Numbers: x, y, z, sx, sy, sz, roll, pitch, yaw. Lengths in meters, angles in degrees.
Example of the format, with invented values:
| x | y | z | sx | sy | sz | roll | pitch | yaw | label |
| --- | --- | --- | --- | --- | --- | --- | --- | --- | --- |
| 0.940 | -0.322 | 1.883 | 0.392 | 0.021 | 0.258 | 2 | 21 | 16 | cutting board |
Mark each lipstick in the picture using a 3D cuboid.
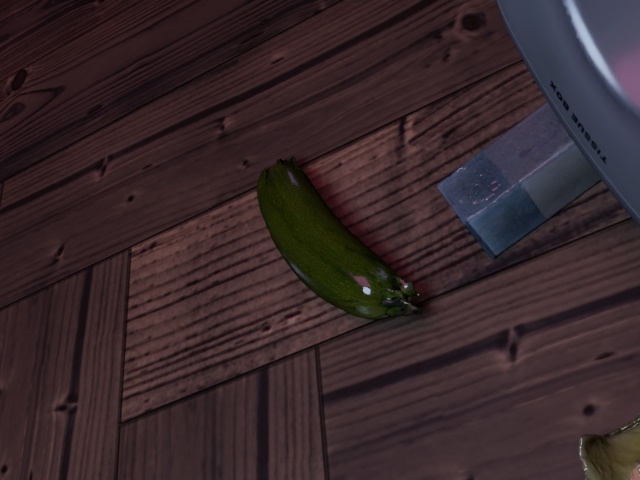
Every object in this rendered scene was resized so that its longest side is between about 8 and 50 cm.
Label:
| x | y | z | sx | sy | sz | roll | pitch | yaw | label |
| --- | --- | --- | --- | --- | --- | --- | --- | --- | --- |
| 0.258 | -0.112 | 0.975 | 0.317 | 0.068 | 0.066 | -38 | 42 | 8 | lipstick |

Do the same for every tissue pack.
| x | y | z | sx | sy | sz | roll | pitch | yaw | label |
| --- | --- | --- | --- | --- | --- | --- | --- | --- | --- |
| 0.288 | -0.145 | 0.813 | 0.229 | 0.236 | 0.333 | -31 | 76 | -1 | tissue pack |

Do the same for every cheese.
| x | y | z | sx | sy | sz | roll | pitch | yaw | label |
| --- | --- | --- | --- | --- | --- | --- | --- | --- | --- |
| 0.230 | 0.162 | 0.804 | 0.084 | 0.041 | 0.060 | -22 | 52 | 1 | cheese |

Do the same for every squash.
| x | y | z | sx | sy | sz | roll | pitch | yaw | label |
| --- | --- | --- | --- | --- | --- | --- | --- | --- | --- |
| -0.003 | 0.000 | 1.089 | 0.318 | 0.080 | 0.071 | 50 | 131 | 49 | squash |
